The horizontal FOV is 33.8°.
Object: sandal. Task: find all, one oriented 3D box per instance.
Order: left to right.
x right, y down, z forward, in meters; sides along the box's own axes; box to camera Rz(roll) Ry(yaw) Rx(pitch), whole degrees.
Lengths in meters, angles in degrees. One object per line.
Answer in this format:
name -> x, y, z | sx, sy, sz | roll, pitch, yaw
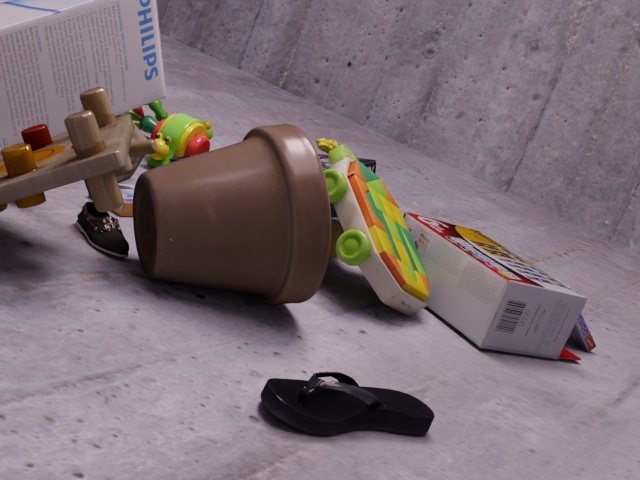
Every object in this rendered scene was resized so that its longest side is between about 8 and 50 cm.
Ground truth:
sandal -> 0.033, 0.184, 1.254 | 0.254, 0.055, 0.097 | 10, 18, -41

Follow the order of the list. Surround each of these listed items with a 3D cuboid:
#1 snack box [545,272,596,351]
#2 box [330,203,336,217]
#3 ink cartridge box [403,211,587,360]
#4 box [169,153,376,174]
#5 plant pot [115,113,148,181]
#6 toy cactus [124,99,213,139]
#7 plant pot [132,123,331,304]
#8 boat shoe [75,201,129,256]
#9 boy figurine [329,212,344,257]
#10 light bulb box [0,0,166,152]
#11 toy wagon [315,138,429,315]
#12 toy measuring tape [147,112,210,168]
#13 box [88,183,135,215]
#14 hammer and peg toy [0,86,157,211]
snack box -> 0.461, 0.135, 1.962 | 0.064, 0.022, 0.178 | 38, -15, 50
box -> 0.079, -0.070, 2.331 | 0.184, 0.045, 0.191 | 20, 13, -17
ink cartridge box -> 0.312, 0.084, 1.911 | 0.271, 0.130, 0.309 | 13, 16, -37
box -> -0.086, -0.124, 2.011 | 0.295, 0.073, 0.293 | 8, 14, 28
plant pot -> -0.372, -0.166, 1.900 | 0.096, 0.109, 0.109 | 34, 14, 2
toy cactus -> -0.325, -0.251, 2.326 | 0.219, 0.112, 0.180 | 23, 21, -31
plant pot -> -0.139, -0.030, 1.494 | 0.229, 0.263, 0.263 | -6, 24, -23
boat shoe -> -0.314, -0.016, 1.529 | 0.048, 0.042, 0.133 | 12, 18, -42
boy figurine -> 0.000, 0.000, 1.834 | 0.177, 0.092, 0.285 | 17, 15, 3
light bulb box -> -0.518, -0.345, 1.814 | 0.361, 0.225, 0.358 | -28, 44, -33
toy wagon -> 0.080, -0.041, 1.787 | 0.267, 0.068, 0.345 | 32, 34, -59
toy measuring tape -> -0.259, -0.205, 2.183 | 0.121, 0.121, 0.330 | 26, 14, 17
box -> -0.311, -0.067, 1.759 | 0.081, 0.028, 0.136 | 29, 17, 28
hammer and peg toy -> -0.368, -0.116, 1.408 | 0.265, 0.127, 0.361 | -17, 18, -1
